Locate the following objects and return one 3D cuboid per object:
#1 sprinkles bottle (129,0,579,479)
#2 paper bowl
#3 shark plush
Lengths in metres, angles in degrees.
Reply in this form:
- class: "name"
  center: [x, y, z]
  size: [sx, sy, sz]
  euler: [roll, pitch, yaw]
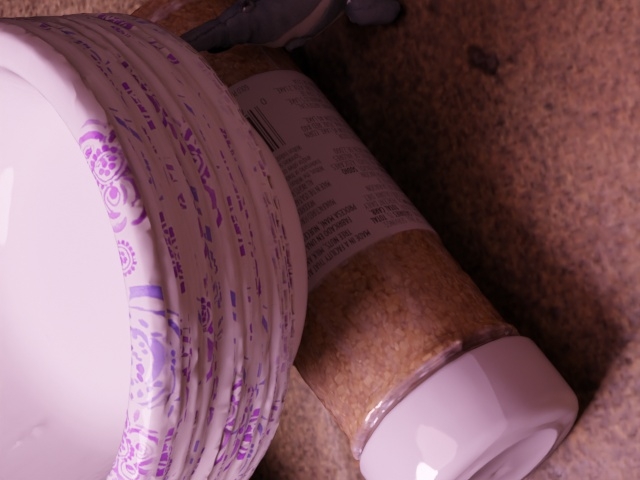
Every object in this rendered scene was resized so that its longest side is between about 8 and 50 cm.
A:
- class: "sprinkles bottle"
  center: [0.000, 0.000, 0.865]
  size: [0.355, 0.121, 0.121]
  euler: [53, 126, 25]
- class: "paper bowl"
  center: [-0.119, 0.018, 0.797]
  size: [0.284, 0.148, 0.284]
  euler: [13, 109, 44]
- class: "shark plush"
  center: [-0.025, -0.154, 0.859]
  size: [0.073, 0.161, 0.067]
  euler: [54, 160, 36]
